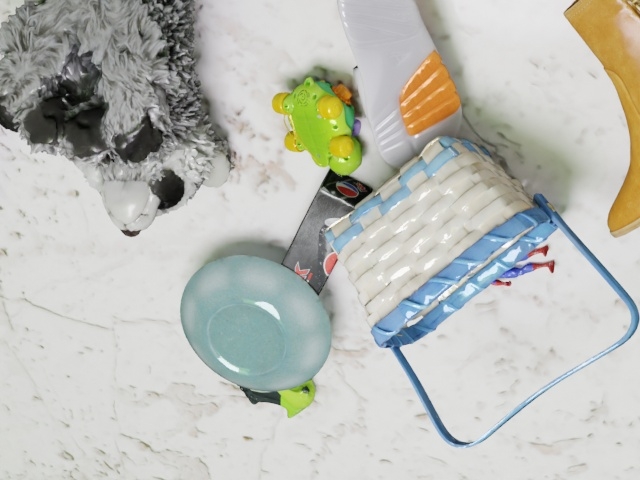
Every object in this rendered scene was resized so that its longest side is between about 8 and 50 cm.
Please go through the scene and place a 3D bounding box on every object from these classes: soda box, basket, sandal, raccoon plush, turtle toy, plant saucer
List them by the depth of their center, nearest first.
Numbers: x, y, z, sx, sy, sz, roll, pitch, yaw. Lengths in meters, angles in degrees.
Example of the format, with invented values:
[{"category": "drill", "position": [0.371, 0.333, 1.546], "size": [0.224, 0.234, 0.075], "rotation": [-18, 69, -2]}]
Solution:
[{"category": "sandal", "position": [0.081, -0.199, 1.589], "size": [0.102, 0.076, 0.265], "rotation": [-19, 128, 2]}, {"category": "basket", "position": [0.169, 0.045, 1.604], "size": [0.255, 0.201, 0.289], "rotation": [-37, 74, 17]}, {"category": "raccoon plush", "position": [-0.168, -0.225, 1.645], "size": [0.216, 0.299, 0.446], "rotation": [27, 95, 20]}, {"category": "turtle toy", "position": [0.008, -0.127, 1.666], "size": [0.095, 0.066, 0.130], "rotation": [10, 130, 41]}, {"category": "soda box", "position": [0.000, 0.000, 1.757], "size": [0.060, 0.053, 0.169], "rotation": [28, 126, 1]}, {"category": "plant saucer", "position": [-0.084, 0.111, 1.794], "size": [0.195, 0.037, 0.195], "rotation": [8, 121, 14]}]

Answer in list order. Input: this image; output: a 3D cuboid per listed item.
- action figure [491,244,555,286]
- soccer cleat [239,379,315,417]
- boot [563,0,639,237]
[{"category": "action figure", "position": [0.211, 0.034, 1.722], "size": [0.115, 0.030, 0.038], "rotation": [-13, 121, 28]}, {"category": "soccer cleat", "position": [-0.091, 0.167, 1.891], "size": [0.179, 0.060, 0.072], "rotation": [33, 127, -6]}, {"category": "boot", "position": [0.327, -0.163, 1.524], "size": [0.211, 0.104, 0.295], "rotation": [38, 120, 0]}]
